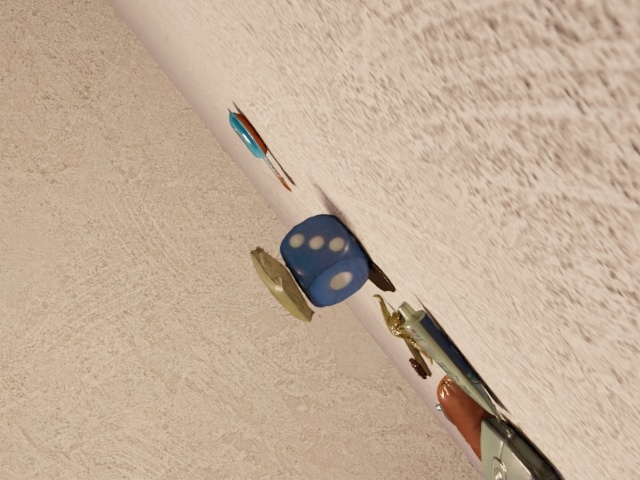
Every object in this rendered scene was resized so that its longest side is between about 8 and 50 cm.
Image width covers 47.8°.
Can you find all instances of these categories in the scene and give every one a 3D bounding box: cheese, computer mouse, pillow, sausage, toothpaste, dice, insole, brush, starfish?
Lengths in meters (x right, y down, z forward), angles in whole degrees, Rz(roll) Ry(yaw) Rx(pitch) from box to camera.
[{"bbox_3d":[-0.143,-0.212,1.713,0.256,0.037,0.106,52,177,-22],"label":"cheese"},{"bbox_3d":[0.396,0.483,1.378,0.371,0.122,0.188,58,172,-32],"label":"computer mouse"},{"bbox_3d":[-0.075,0.091,1.443,0.119,0.053,0.208,53,177,31],"label":"pillow"},{"bbox_3d":[0.344,0.406,1.480,0.433,0.088,0.088,55,174,-31],"label":"sausage"},{"bbox_3d":[0.230,0.213,1.287,0.268,0.047,0.069,50,157,-5],"label":"toothpaste"},{"bbox_3d":[0.007,0.043,1.488,0.146,0.146,0.143,52,172,35],"label":"dice"},{"bbox_3d":[0.114,0.073,1.591,0.111,0.007,0.328,51,176,-6],"label":"insole"},{"bbox_3d":[0.259,0.324,1.979,0.043,0.036,0.248,43,172,35],"label":"brush"},{"bbox_3d":[0.196,0.215,1.735,0.217,0.050,0.223,43,180,8],"label":"starfish"}]

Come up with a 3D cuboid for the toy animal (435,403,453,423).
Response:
[{"bbox_3d":[0.332,0.397,1.641,0.079,0.070,0.253,36,175,-7],"label":"toy animal"}]
